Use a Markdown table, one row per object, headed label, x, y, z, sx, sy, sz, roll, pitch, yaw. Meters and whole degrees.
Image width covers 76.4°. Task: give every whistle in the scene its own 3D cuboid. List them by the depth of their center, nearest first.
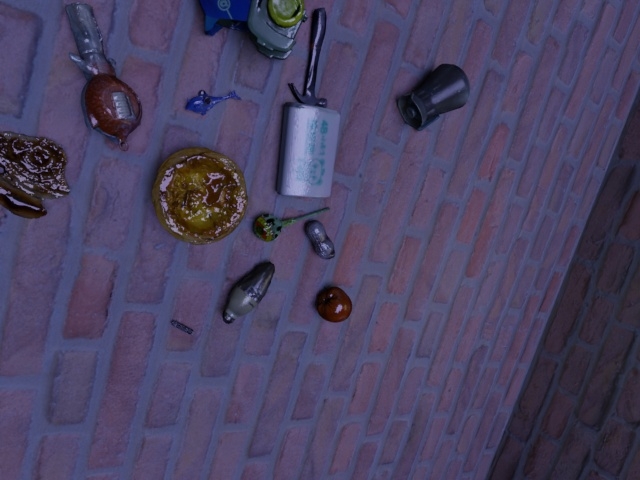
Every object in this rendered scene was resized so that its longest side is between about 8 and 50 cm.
| label | x | y | z | sx | sy | sz | roll | pitch | yaw |
| --- | --- | --- | --- | --- | --- | --- | --- | --- | --- |
| whistle | -0.542 | -0.396 | 1.014 | 0.142 | 0.133 | 0.347 | -22 | 107 | -37 |

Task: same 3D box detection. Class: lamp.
| label | x | y | z | sx | sy | sz | roll | pitch | yaw |
| --- | --- | --- | --- | --- | --- | --- | --- | --- | --- |
| lamp | -0.239 | 0.174 | 1.371 | 0.250 | 0.101 | 0.101 | -49 | 122 | -10 |

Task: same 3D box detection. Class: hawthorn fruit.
| label | x | y | z | sx | sy | sz | roll | pitch | yaw |
| --- | --- | --- | --- | --- | --- | --- | --- | --- | --- |
| hawthorn fruit | 0.057 | 0.252 | 1.544 | 0.137 | 0.132 | 0.133 | 34 | 88 | -42 |

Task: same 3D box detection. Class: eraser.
| label | x | y | z | sx | sy | sz | roll | pitch | yaw |
| --- | --- | --- | --- | --- | --- | --- | --- | --- | --- |
| eraser | -0.040 | -0.291 | 1.335 | 0.188 | 0.104 | 0.291 | -3 | 107 | -32 |

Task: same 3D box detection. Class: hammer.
| label | x | y | z | sx | sy | sz | roll | pitch | yaw |
| --- | --- | --- | --- | --- | --- | --- | --- | --- | --- |
| hammer | -0.025 | -0.579 | 1.289 | 0.136 | 0.037 | 0.290 | 0 | 106 | -30 |

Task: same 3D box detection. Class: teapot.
| label | x | y | z | sx | sy | sz | roll | pitch | yaw |
| --- | --- | --- | --- | --- | --- | --- | --- | --- | --- |
| teapot | 0.413 | -0.512 | 1.493 | 0.225 | 0.171 | 0.203 | -34 | 149 | -8 |

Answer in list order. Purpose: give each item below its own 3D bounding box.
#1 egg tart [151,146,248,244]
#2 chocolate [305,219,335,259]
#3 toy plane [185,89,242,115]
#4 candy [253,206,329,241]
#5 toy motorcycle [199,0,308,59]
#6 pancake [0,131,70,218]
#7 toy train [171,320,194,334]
| label | x | y | z | sx | sy | sz | roll | pitch | yaw |
| --- | --- | --- | --- | --- | --- | --- | --- | --- | --- |
| egg tart | -0.354 | -0.132 | 1.204 | 0.289 | 0.115 | 0.291 | -10 | 111 | -28 |
| chocolate | 0.000 | 0.000 | 1.465 | 0.072 | 0.072 | 0.167 | -37 | 119 | -14 |
| toy plane | -0.313 | -0.404 | 1.183 | 0.167 | 0.054 | 0.062 | -24 | 141 | -19 |
| candy | -0.092 | -0.076 | 1.402 | 0.305 | 0.083 | 0.091 | -22 | 98 | -31 |
| toy motorcycle | -0.209 | -0.624 | 1.108 | 0.326 | 0.191 | 0.200 | 24 | 102 | -13 |
| pancake | -0.764 | -0.160 | 1.001 | 0.257 | 0.056 | 0.213 | 7 | 102 | -30 |
| toy train | -0.454 | 0.285 | 1.335 | 0.083 | 0.017 | 0.017 | 41 | 82 | -32 |
